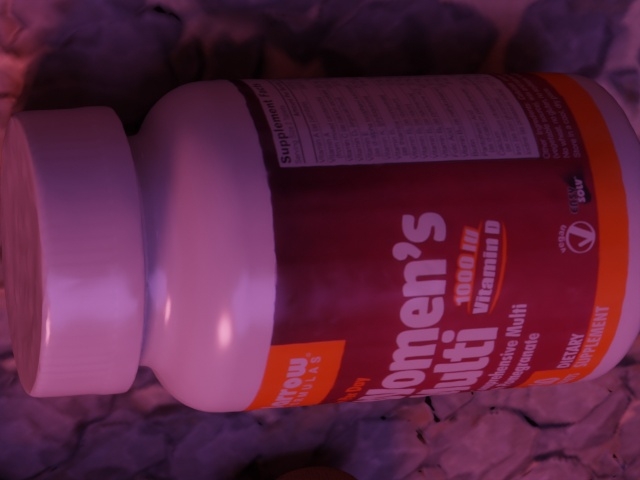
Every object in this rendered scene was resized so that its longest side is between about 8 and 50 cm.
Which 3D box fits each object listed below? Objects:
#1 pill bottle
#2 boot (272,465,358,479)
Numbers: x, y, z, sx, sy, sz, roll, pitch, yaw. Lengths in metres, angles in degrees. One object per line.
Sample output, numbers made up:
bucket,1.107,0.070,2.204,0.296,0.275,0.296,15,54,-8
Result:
pill bottle,0.000,0.000,0.632,0.221,0.121,0.121,-3,127,-18
boot,-0.073,0.247,0.744,0.295,0.104,0.211,-32,138,-39
